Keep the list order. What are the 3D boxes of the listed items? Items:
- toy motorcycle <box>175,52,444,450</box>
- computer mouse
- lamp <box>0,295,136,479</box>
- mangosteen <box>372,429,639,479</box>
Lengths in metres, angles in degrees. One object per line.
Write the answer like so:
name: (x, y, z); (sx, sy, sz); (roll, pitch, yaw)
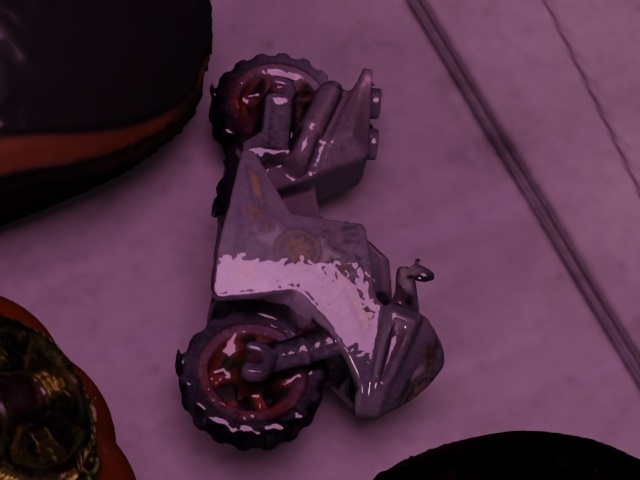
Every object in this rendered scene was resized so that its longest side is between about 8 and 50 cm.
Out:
toy motorcycle: (0.000, 0.000, 0.848); (0.122, 0.080, 0.215); (7, 58, -4)
computer mouse: (-0.204, -0.081, 0.843); (0.323, 0.116, 0.183); (-23, 63, -18)
lamp: (-0.173, 0.109, 0.701); (0.223, 0.196, 0.223); (33, 35, -26)
mangosteen: (0.088, 0.173, 0.672); (0.211, 0.250, 0.211); (4, 78, -17)
